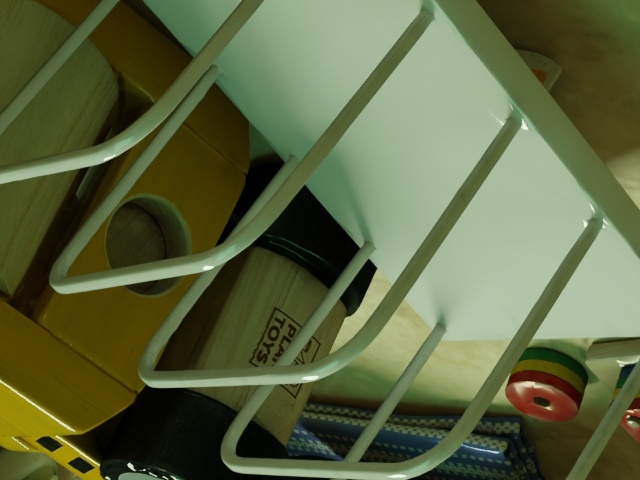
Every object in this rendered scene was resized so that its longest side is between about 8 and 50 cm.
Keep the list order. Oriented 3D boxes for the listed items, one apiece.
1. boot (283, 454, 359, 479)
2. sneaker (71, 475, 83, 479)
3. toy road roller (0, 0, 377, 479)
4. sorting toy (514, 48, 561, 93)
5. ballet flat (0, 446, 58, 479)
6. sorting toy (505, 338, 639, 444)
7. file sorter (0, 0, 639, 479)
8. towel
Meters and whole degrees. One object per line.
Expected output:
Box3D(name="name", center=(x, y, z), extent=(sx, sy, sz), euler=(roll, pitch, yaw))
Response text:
Box3D(name="boot", center=(0.088, 0.189, 1.163), extent=(0.246, 0.094, 0.207), euler=(27, 153, -14))
Box3D(name="sneaker", center=(-0.066, 0.272, 1.452), extent=(0.297, 0.111, 0.129), euler=(34, 142, -20))
Box3D(name="toy road roller", center=(-0.149, 0.018, 1.012), extent=(0.241, 0.202, 0.329), euler=(-7, 141, 49))
Box3D(name="sorting toy", center=(0.075, -0.063, 0.903), extent=(0.075, 0.045, 0.083), euler=(32, 154, 23))
Box3D(name="ballet flat", center=(-0.276, 0.181, 1.415), extent=(0.147, 0.147, 0.409), euler=(5, 146, 28))
Box3D(name="sorting toy", center=(0.242, 0.107, 1.046), extent=(0.275, 0.046, 0.132), euler=(-10, 137, 42))
Box3D(name="file sorter", center=(0.000, 0.000, 0.844), extent=(0.277, 0.173, 0.193), euler=(49, 151, -22))
Box3D(name="towel", center=(0.086, 0.214, 1.336), extent=(0.243, 0.040, 0.336), euler=(4, 143, 31))
